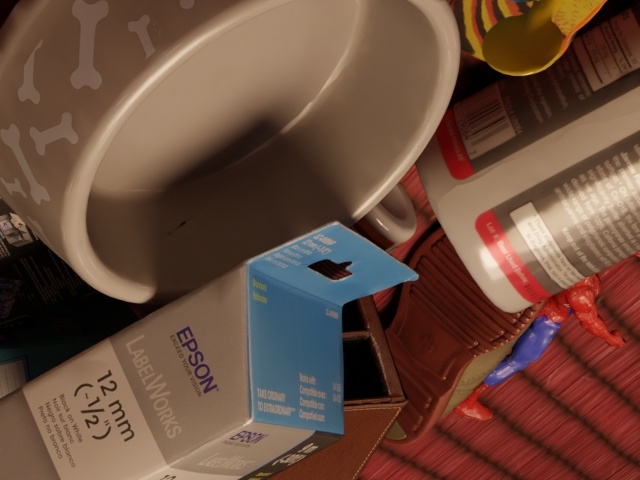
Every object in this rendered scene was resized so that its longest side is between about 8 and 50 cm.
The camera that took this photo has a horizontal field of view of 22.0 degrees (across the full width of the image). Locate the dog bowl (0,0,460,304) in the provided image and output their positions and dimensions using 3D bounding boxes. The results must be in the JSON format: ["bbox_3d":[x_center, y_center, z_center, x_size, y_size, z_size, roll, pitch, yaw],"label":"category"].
[{"bbox_3d":[-0.057,-0.093,1.123,0.348,0.102,0.349,-27,149,-17],"label":"dog bowl"}]

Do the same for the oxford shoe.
[{"bbox_3d":[0.150,0.054,1.584,0.130,0.123,0.348,-28,161,-45],"label":"oxford shoe"}]

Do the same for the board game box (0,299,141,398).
[{"bbox_3d":[-0.322,0.192,1.409,0.336,0.079,0.254,-4,112,-25],"label":"board game box"}]

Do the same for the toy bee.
[{"bbox_3d":[0.174,-0.189,1.089,0.195,0.162,0.298,-59,172,-5],"label":"toy bee"}]

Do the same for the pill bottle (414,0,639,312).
[{"bbox_3d":[0.248,-0.087,1.314,0.318,0.176,0.176,-28,149,15],"label":"pill bottle"}]

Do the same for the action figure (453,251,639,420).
[{"bbox_3d":[0.252,0.081,1.676,0.139,0.091,0.280,6,143,-26],"label":"action figure"}]

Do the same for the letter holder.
[{"bbox_3d":[-0.081,0.175,1.575,0.214,0.152,0.302,-3,146,-23],"label":"letter holder"}]

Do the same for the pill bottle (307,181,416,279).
[{"bbox_3d":[0.000,0.000,1.399,0.152,0.086,0.086,-36,146,25],"label":"pill bottle"}]

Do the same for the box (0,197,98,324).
[{"bbox_3d":[-0.239,-0.034,1.232,0.216,0.060,0.270,-18,150,-2],"label":"box"}]

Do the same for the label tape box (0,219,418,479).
[{"bbox_3d":[-0.086,0.127,1.252,0.347,0.115,0.249,-27,165,10],"label":"label tape box"}]
